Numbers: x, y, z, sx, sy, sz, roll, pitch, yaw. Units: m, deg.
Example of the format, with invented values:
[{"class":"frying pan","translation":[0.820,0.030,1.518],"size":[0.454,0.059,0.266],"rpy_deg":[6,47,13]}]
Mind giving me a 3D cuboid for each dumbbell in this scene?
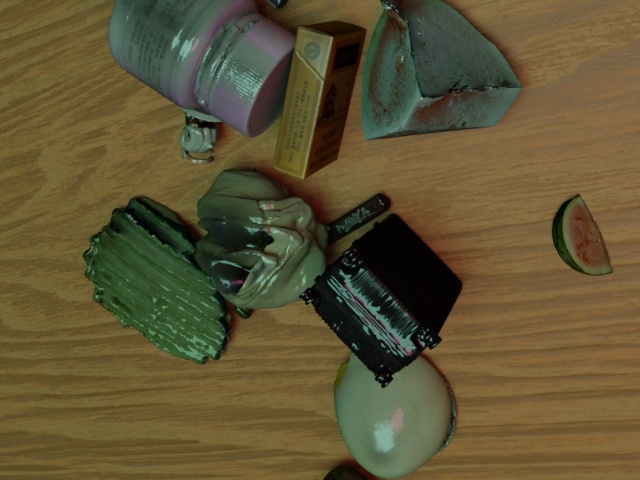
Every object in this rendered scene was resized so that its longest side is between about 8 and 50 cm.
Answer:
[{"class":"dumbbell","translation":[-0.145,0.134,1.736],"size":[0.118,0.046,0.052],"rpy_deg":[-35,97,30]}]

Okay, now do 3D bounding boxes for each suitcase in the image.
[{"class":"suitcase","translation":[0.132,0.094,1.436],"size":[0.229,0.335,0.152],"rpy_deg":[47,115,2]}]

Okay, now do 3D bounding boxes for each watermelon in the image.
[{"class":"watermelon","translation":[0.159,-0.277,1.362],"size":[0.320,0.214,0.289],"rpy_deg":[45,122,-10]},{"class":"watermelon","translation":[0.468,0.005,1.426],"size":[0.069,0.087,0.163],"rpy_deg":[-12,103,65]}]

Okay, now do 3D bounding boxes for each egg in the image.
[{"class":"egg","translation":[0.143,0.374,1.624],"size":[0.264,0.174,0.286],"rpy_deg":[-8,101,22]}]

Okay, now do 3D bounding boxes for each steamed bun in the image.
[{"class":"steamed bun","translation":[-0.141,0.006,1.577],"size":[0.320,0.206,0.275],"rpy_deg":[39,122,24]}]

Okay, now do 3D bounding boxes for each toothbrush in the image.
[{"class":"toothbrush","translation":[0.000,0.000,1.630],"size":[0.364,0.041,0.041],"rpy_deg":[-32,94,31]}]

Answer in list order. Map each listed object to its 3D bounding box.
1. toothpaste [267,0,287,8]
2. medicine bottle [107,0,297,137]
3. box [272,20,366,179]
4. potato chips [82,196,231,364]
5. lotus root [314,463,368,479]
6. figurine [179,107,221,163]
[{"class":"toothpaste","translation":[-0.157,-0.548,1.505],"size":[0.239,0.039,0.062],"rpy_deg":[45,126,6]},{"class":"medicine bottle","translation":[-0.210,-0.370,1.466],"size":[0.325,0.256,0.256],"rpy_deg":[33,118,10]},{"class":"box","translation":[-0.003,-0.271,1.456],"size":[0.076,0.174,0.274],"rpy_deg":[20,115,15]},{"class":"potato chips","translation":[-0.380,0.107,1.822],"size":[0.429,0.070,0.358],"rpy_deg":[34,121,11]},{"class":"lotus root","translation":[0.090,0.630,1.768],"size":[0.241,0.123,0.124],"rpy_deg":[55,148,-6]},{"class":"figurine","translation":[-0.247,-0.234,1.621],"size":[0.132,0.132,0.154],"rpy_deg":[29,129,12]}]
